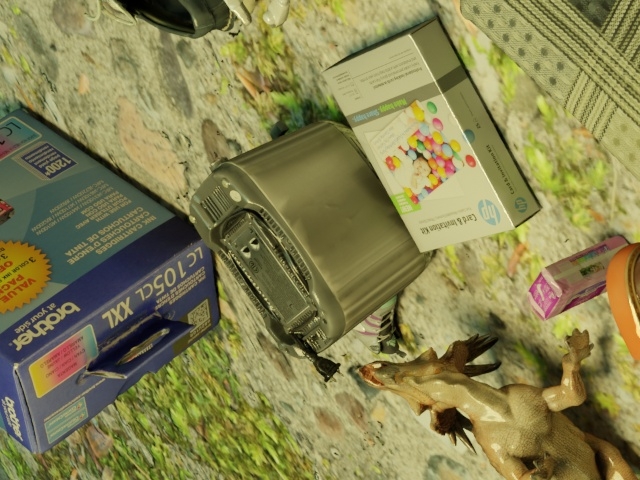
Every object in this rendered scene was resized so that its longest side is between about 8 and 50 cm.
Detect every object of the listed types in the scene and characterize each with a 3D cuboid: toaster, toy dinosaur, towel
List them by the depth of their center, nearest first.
[{"bbox_3d":[0.258,-0.168,1.330,0.324,0.056,0.312,47,145,18],"label":"towel"},{"bbox_3d":[0.187,0.182,1.681,0.295,0.127,0.200,51,158,-16],"label":"toy dinosaur"},{"bbox_3d":[0.000,0.000,1.732,0.227,0.146,0.129,54,150,5],"label":"toaster"}]

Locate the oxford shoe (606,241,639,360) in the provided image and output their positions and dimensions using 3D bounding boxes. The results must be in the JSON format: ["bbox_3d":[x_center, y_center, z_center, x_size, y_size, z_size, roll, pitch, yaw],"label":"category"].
[{"bbox_3d":[0.318,0.120,1.462,0.098,0.097,0.271,-21,101,52],"label":"oxford shoe"}]

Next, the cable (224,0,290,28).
[{"bbox_3d":[-0.047,-0.325,1.553,0.257,0.089,0.257,56,148,1],"label":"cable"}]

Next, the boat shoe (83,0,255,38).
[{"bbox_3d":[-0.172,-0.245,1.782,0.254,0.079,0.095,29,141,35],"label":"boat shoe"}]

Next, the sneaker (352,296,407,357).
[{"bbox_3d":[0.063,0.084,1.834,0.069,0.038,0.098,55,158,-2],"label":"sneaker"}]

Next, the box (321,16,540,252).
[{"bbox_3d":[0.092,-0.087,1.631,0.145,0.038,0.186,-15,107,58],"label":"box"}]

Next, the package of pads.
[{"bbox_3d":[0.210,0.030,1.533,0.032,0.083,0.050,55,150,21],"label":"package of pads"}]

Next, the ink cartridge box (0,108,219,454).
[{"bbox_3d":[-0.298,0.051,2.071,0.395,0.270,0.151,34,146,32],"label":"ink cartridge box"}]
